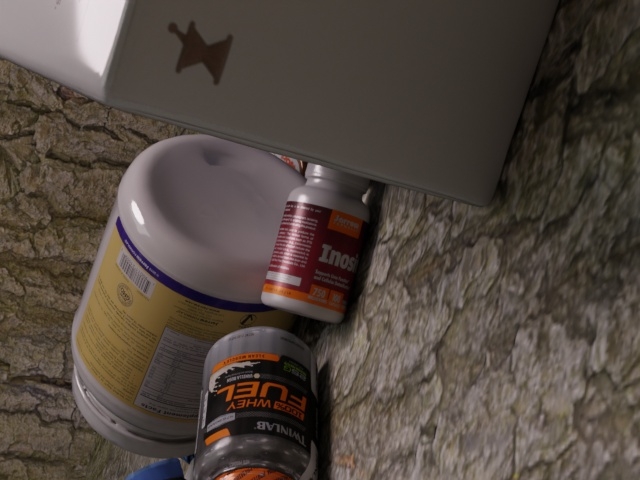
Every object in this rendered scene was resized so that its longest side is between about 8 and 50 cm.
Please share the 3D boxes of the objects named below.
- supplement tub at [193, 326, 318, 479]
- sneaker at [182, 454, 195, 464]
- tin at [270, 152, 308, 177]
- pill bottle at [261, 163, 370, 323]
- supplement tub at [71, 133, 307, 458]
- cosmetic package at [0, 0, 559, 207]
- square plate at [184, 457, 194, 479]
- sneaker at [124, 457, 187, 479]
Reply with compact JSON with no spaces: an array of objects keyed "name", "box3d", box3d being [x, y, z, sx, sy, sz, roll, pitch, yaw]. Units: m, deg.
[{"name":"supplement tub","box3d":[-0.059,0.184,1.094,0.190,0.117,0.117,-91,22,-50]},{"name":"sneaker","box3d":[-0.167,0.282,1.550,0.144,0.053,0.059,129,152,-60]},{"name":"tin","box3d":[-0.051,-0.041,1.396,0.106,0.040,0.190,55,136,28]},{"name":"pill bottle","box3d":[0.000,0.000,1.134,0.086,0.086,0.152,175,110,-76]},{"name":"supplement tub","box3d":[-0.149,0.071,1.319,0.241,0.241,0.331,-89,20,-48]},{"name":"cosmetic package","box3d":[-0.056,-0.251,0.882,0.393,0.327,0.330,27,101,53]},{"name":"square plate","box3d":[-0.196,0.505,1.403,0.344,0.049,0.347,-95,25,-57]},{"name":"sneaker","box3d":[-0.164,0.299,1.119,0.090,0.081,0.232,63,153,26]}]
